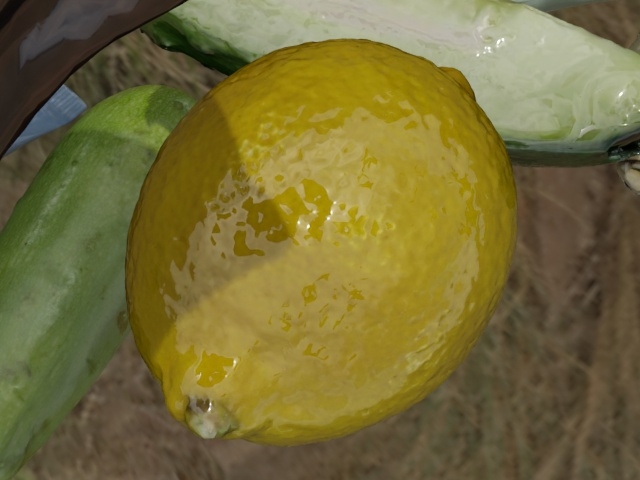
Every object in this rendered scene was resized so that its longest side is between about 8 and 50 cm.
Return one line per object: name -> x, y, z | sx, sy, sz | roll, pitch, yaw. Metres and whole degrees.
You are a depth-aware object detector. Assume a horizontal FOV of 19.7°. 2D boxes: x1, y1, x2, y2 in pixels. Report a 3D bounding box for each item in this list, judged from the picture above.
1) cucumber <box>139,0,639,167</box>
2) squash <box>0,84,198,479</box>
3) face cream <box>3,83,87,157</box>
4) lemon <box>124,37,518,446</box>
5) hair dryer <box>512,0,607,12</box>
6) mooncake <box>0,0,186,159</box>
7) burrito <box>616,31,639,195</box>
cucumber -> 0.048, -0.102, 1.041 | 0.325, 0.145, 0.105 | 21, 87, 14
squash -> -0.178, 0.032, 1.263 | 0.118, 0.118, 0.370 | 47, 53, -24
face cream -> -0.352, -0.045, 1.381 | 0.385, 0.086, 0.135 | -33, 116, 28
lemon -> 0.000, 0.000, 0.910 | 0.187, 0.187, 0.244 | 48, 65, -24
hair dryer -> 0.198, -0.202, 1.404 | 0.199, 0.167, 0.067 | -14, 107, -41
mooncake -> -0.172, -0.066, 0.393 | 0.326, 0.334, 0.174 | -28, 143, -4
burrito -> 0.353, -0.100, 1.167 | 0.348, 0.175, 0.107 | -12, 135, 7
